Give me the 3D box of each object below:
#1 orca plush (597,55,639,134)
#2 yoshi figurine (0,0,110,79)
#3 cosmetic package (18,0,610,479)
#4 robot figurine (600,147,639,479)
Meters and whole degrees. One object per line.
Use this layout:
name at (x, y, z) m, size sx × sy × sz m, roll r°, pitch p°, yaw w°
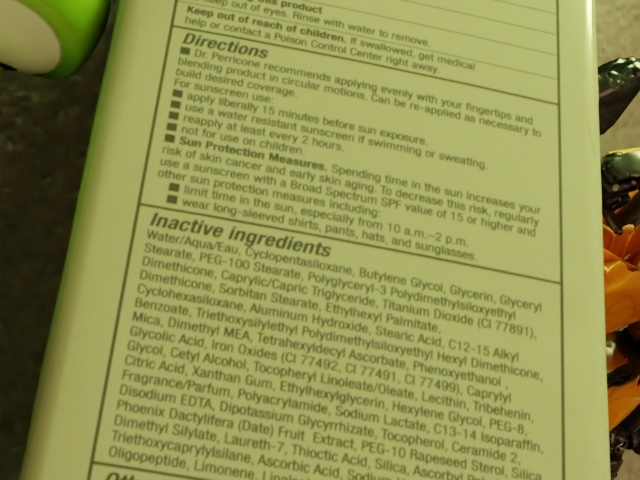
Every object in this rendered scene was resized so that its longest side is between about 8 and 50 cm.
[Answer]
orca plush at (0.040, -0.148, 0.674) m, size 0.287 × 0.151 × 0.102 m, roll 32°, pitch 47°, yaw -31°
yoshi figurine at (-0.194, -0.066, 0.397) m, size 0.362 × 0.203 × 0.203 m, roll 19°, pitch 113°, yaw -51°
cosmetic package at (0.000, 0.000, 0.531) m, size 0.160 × 0.113 × 0.309 m, roll 12°, pitch 52°, yaw -6°
robot figurine at (0.088, 0.038, 0.714) m, size 0.291 × 0.085 × 0.211 m, roll -16°, pitch 135°, yaw -33°
